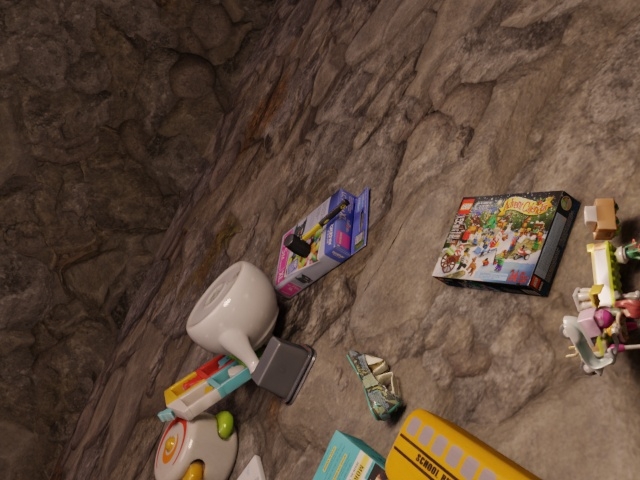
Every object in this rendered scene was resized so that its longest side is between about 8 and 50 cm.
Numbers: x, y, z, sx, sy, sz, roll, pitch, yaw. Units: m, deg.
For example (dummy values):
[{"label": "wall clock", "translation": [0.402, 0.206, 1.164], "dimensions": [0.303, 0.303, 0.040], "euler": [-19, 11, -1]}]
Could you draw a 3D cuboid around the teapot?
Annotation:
[{"label": "teapot", "translation": [-0.189, 0.185, 1.629], "dimensions": [0.252, 0.187, 0.256], "euler": [-18, 35, 59]}]

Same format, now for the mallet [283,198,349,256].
[{"label": "mallet", "translation": [-0.012, -0.036, 1.553], "dimensions": [0.189, 0.062, 0.039], "euler": [-48, 32, 28]}]

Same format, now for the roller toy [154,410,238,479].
[{"label": "roller toy", "translation": [-0.302, 0.505, 1.584], "dimensions": [0.191, 0.146, 0.209], "euler": [-30, 40, 49]}]

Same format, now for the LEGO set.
[{"label": "LEGO set", "translation": [0.379, 0.058, 0.813], "dimensions": [0.107, 0.132, 0.287], "euler": [-14, 27, 37]}]

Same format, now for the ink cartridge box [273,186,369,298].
[{"label": "ink cartridge box", "translation": [0.000, 0.000, 1.642], "dimensions": [0.311, 0.065, 0.185], "euler": [-35, 36, 41]}]

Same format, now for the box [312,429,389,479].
[{"label": "box", "translation": [0.079, 0.401, 1.071], "dimensions": [0.100, 0.060, 0.244], "euler": [-64, 25, -6]}]

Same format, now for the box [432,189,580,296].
[{"label": "box", "translation": [0.295, 0.002, 1.093], "dimensions": [0.233, 0.044, 0.159], "euler": [1, 65, 62]}]

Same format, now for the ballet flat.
[{"label": "ballet flat", "translation": [0.101, 0.249, 1.202], "dimensions": [0.070, 0.070, 0.188], "euler": [-54, 28, 15]}]

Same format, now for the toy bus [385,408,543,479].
[{"label": "toy bus", "translation": [0.211, 0.337, 0.833], "dimensions": [0.130, 0.108, 0.333], "euler": [-62, 24, -5]}]

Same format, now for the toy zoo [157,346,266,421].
[{"label": "toy zoo", "translation": [-0.266, 0.345, 1.630], "dimensions": [0.293, 0.030, 0.192], "euler": [-31, 16, -21]}]

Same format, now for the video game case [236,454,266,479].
[{"label": "video game case", "translation": [-0.158, 0.558, 1.407], "dimensions": [0.143, 0.019, 0.157], "euler": [-55, 25, 12]}]

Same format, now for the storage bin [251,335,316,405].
[{"label": "storage bin", "translation": [-0.088, 0.278, 1.481], "dimensions": [0.135, 0.091, 0.098], "euler": [-62, 25, -3]}]
